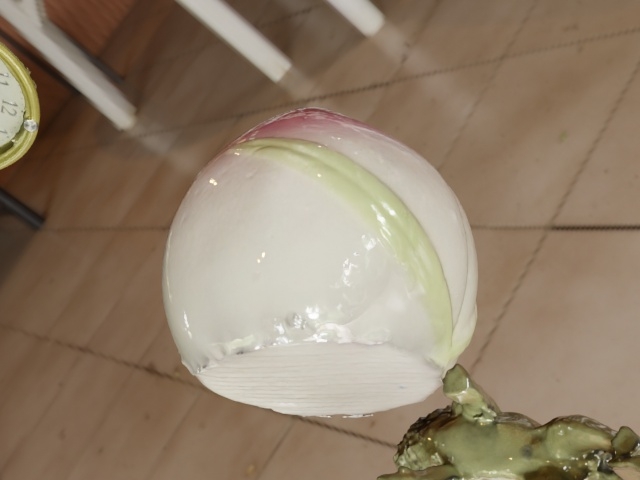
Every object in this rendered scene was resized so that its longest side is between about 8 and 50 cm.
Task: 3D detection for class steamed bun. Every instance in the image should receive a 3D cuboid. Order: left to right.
[{"bbox_3d":[0.000,0.000,1.035,0.309,0.309,0.309,-39,27,24],"label":"steamed bun"}]

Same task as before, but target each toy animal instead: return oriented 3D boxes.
[{"bbox_3d":[0.082,0.096,0.494,0.220,0.086,0.069,161,124,-67],"label":"toy animal"}]

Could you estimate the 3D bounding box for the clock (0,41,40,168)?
[{"bbox_3d":[-0.452,-0.185,1.342,0.237,0.237,0.057,-36,29,30],"label":"clock"}]
